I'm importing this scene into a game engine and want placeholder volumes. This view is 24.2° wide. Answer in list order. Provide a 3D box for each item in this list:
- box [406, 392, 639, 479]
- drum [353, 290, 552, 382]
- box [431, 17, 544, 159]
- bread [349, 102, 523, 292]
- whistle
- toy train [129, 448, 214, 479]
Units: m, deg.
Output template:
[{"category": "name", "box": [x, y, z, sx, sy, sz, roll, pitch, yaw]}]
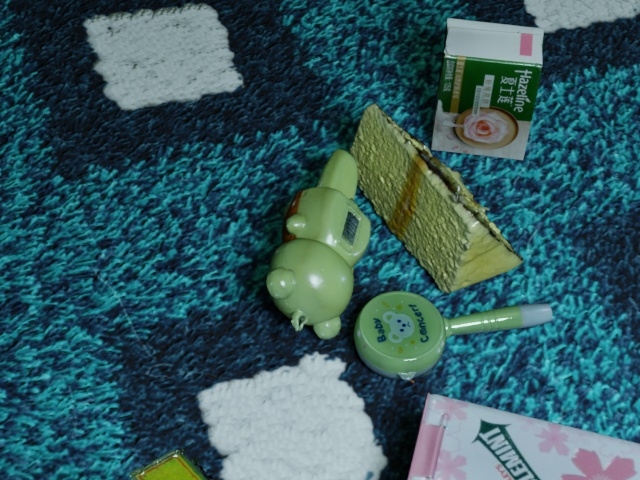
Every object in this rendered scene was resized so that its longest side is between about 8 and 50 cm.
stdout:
[{"category": "box", "box": [0.279, 0.309, 1.722, 0.370, 0.112, 0.190, 15, 53, 5]}, {"category": "drum", "box": [0.160, 0.097, 1.914, 0.253, 0.049, 0.130, -21, 56, -19]}, {"category": "box", "box": [0.228, -0.207, 2.061, 0.135, 0.199, 0.081, 6, 54, 4]}, {"category": "bread", "box": [0.147, -0.054, 1.993, 0.178, 0.142, 0.266, 13, 35, -49]}, {"category": "whistle", "box": [0.000, 0.000, 1.939, 0.106, 0.131, 0.288, -19, 42, 36]}, {"category": "toy train", "box": [-0.188, 0.343, 1.576, 0.177, 0.261, 0.134, -26, 58, -38]}]
